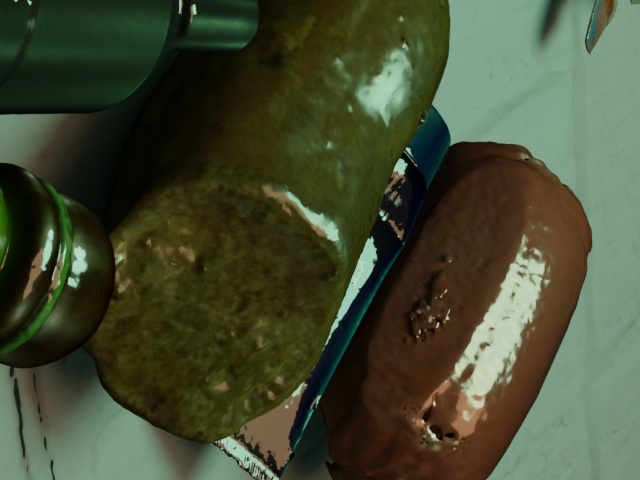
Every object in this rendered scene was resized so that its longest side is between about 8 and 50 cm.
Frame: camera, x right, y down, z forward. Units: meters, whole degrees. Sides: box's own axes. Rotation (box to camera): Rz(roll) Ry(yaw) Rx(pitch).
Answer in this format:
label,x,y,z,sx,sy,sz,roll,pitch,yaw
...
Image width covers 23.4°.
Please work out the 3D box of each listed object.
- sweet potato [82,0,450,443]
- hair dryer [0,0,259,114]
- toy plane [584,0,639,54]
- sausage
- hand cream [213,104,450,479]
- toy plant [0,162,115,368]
label,x,y,z,sx,sy,sz,roll,pitch,yaw
sweet potato,-0.017,-0.069,0.878,0.157,0.158,0.369,62,41,-43
hair dryer,-0.143,-0.207,0.697,0.244,0.116,0.302,-10,99,-58
toy plane,0.233,-0.323,1.223,0.223,0.104,0.326,-39,124,-47
sausage,0.091,0.054,1.058,0.279,0.152,0.152,-60,142,-28
hand cream,-0.008,0.013,0.973,0.120,0.061,0.270,44,62,-23
toy plant,-0.169,0.002,0.705,0.162,0.093,0.092,32,71,-55
